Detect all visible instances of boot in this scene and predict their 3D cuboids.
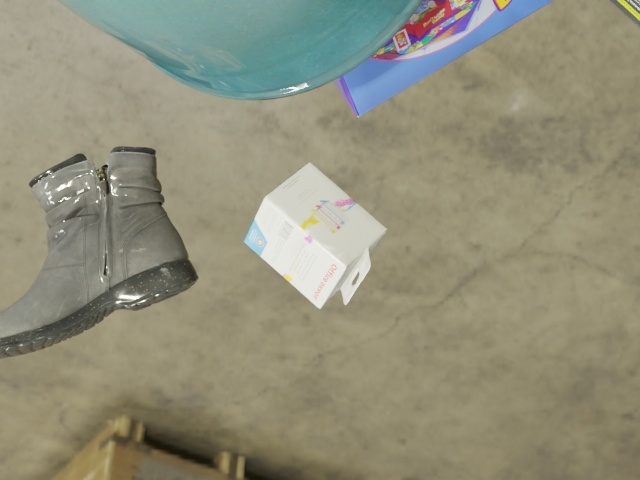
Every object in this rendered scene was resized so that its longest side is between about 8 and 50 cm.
[{"bbox_3d":[-0.352,0.016,1.467,0.338,0.223,0.118,-22,176,-17],"label":"boot"}]

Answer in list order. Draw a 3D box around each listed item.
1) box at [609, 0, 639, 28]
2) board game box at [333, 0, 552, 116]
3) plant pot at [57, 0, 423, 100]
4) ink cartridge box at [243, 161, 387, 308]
[{"bbox_3d":[0.418,-0.315,1.180,0.060,0.270,0.216,-18,145,-31],"label":"box"},{"bbox_3d":[0.131,-0.273,0.827,0.347,0.078,0.233,-31,145,-1],"label":"board game box"},{"bbox_3d":[-0.084,-0.237,0.607,0.271,0.272,0.255,-18,169,21],"label":"plant pot"},{"bbox_3d":[0.000,0.000,1.272,0.143,0.090,0.092,41,140,9],"label":"ink cartridge box"}]
